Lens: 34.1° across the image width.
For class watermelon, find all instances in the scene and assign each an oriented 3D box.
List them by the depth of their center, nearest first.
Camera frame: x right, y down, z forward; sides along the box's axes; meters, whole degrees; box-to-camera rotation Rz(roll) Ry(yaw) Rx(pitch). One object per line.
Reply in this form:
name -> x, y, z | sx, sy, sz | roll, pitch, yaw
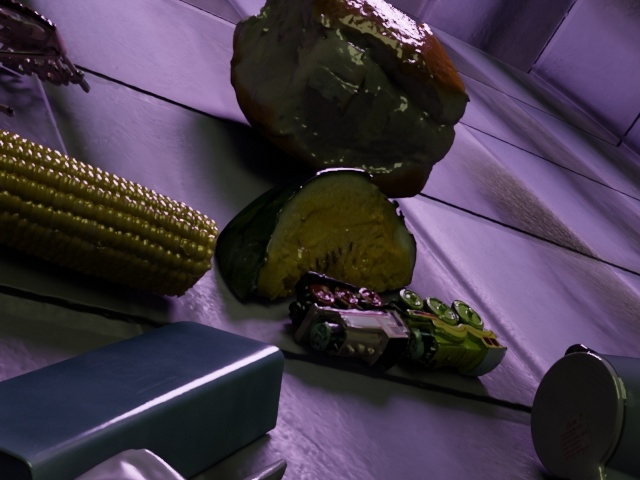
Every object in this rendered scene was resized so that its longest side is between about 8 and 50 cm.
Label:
watermelon -> 0.000, 0.000, 1.037 | 0.301, 0.123, 0.129 | 2, 67, -55

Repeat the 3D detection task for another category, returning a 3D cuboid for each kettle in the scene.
kettle -> 0.321, 0.206, 0.946 | 0.243, 0.160, 0.211 | 15, 55, -26

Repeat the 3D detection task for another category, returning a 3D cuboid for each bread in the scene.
bread -> 0.028, -0.190, 1.288 | 0.250, 0.225, 0.279 | 25, 21, -29

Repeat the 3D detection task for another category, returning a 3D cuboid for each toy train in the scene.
toy train -> 0.072, 0.082, 0.965 | 0.249, 0.053, 0.085 | 12, 34, -43

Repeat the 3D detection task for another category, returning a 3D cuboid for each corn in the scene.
corn -> -0.193, -0.023, 0.783 | 0.248, 0.081, 0.081 | 23, 22, -25

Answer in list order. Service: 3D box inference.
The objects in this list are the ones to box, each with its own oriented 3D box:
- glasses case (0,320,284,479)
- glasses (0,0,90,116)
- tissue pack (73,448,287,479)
glasses case -> -0.116, 0.101, 0.641 | 0.105, 0.056, 0.266 | 39, 21, 16
glasses -> -0.343, -0.184, 0.987 | 0.255, 0.095, 0.162 | 24, -6, -17
tissue pack -> -0.079, 0.174, 0.390 | 0.159, 0.145, 0.229 | 37, 21, 12
